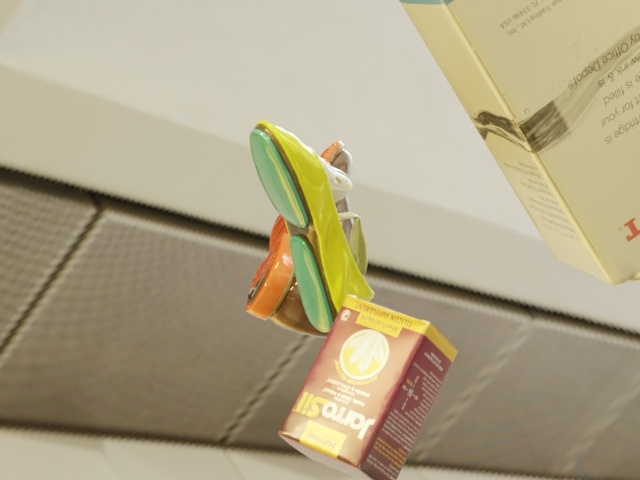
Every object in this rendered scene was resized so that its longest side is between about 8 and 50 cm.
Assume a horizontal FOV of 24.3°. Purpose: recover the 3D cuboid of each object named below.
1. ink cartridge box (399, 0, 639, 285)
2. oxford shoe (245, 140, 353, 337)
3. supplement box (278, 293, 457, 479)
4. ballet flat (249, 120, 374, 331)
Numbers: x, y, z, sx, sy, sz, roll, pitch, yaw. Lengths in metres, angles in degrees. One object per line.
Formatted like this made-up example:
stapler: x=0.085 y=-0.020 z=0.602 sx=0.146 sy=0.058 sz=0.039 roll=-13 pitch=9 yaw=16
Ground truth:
ink cartridge box: x=0.203 y=-0.158 z=1.061 sx=0.223 sy=0.129 sz=0.307 roll=-35 pitch=-75 yaw=-6
oxford shoe: x=0.000 y=0.000 z=1.629 sx=0.098 sy=0.271 sz=0.097 roll=29 pitch=-42 yaw=-9
supplement box: x=0.025 y=0.078 z=0.764 sx=0.083 sy=0.055 sz=0.043 roll=-64 pitch=-34 yaw=-13
ballet flat: x=-0.001 y=-0.022 z=1.381 sx=0.077 sy=0.077 sz=0.231 roll=-30 pitch=-60 yaw=-21
